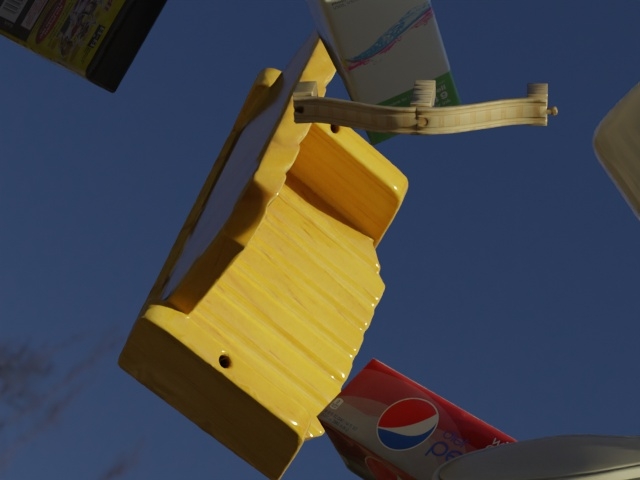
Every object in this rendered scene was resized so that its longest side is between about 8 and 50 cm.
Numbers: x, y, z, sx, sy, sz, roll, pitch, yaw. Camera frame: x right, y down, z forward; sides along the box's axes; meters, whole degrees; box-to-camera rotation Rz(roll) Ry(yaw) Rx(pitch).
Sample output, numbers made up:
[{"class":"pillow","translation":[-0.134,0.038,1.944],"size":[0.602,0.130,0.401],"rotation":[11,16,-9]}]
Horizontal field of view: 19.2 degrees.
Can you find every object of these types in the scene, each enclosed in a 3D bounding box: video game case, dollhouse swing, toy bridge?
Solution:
[{"class":"video game case","translation":[-0.185,-0.285,1.748],"size":[0.035,0.275,0.248],"rotation":[30,-1,-35]},{"class":"dollhouse swing","translation":[0.000,0.000,1.927],"size":[0.315,0.347,0.305],"rotation":[39,-38,-21]},{"class":"toy bridge","translation":[0.073,-0.093,1.343],"size":[0.188,0.063,0.026],"rotation":[1,-69,7]}]

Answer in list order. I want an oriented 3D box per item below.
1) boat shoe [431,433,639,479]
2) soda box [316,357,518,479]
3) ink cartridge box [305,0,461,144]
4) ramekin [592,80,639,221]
[{"class":"boat shoe","translation":[0.258,0.201,1.475],"size":[0.335,0.112,0.095],"rotation":[-8,-77,4]},{"class":"soda box","translation":[0.121,0.208,1.710],"size":[0.263,0.083,0.092],"rotation":[28,-26,42]},{"class":"ink cartridge box","translation":[0.034,-0.212,1.587],"size":[0.093,0.154,0.212],"rotation":[-24,-42,1]},{"class":"ramekin","translation":[0.339,-0.102,1.439],"size":[0.135,0.277,0.277],"rotation":[53,-33,9]}]
